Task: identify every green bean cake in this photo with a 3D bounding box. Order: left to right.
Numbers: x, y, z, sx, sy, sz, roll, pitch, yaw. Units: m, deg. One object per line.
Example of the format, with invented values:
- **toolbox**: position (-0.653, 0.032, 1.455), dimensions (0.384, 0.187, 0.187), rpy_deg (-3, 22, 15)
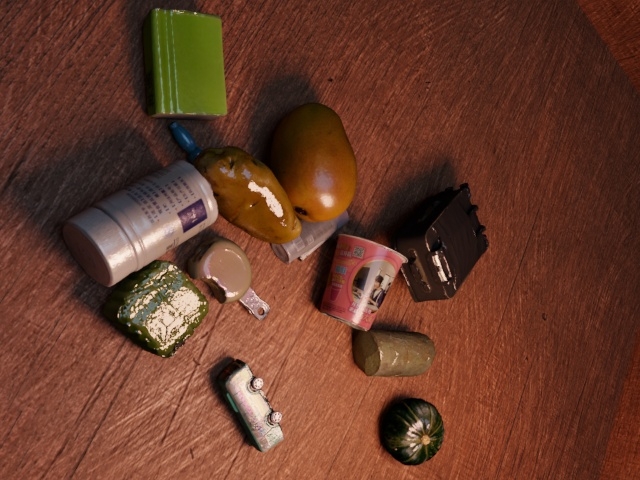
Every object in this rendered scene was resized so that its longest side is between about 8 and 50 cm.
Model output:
- **green bean cake**: position (-0.410, 0.169, 1.601), dimensions (0.200, 0.113, 0.214), rpy_deg (-51, 125, -24)

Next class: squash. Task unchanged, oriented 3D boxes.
- **squash**: position (0.302, 0.626, 2.087), dimensions (0.218, 0.172, 0.218), rpy_deg (-4, 97, -36)

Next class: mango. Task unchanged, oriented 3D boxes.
- **mango**: position (-0.019, -0.236, 1.864), dimensions (0.263, 0.221, 0.378), rpy_deg (12, 66, -25)

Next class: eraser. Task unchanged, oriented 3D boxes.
- **eraser**: position (-0.361, -0.465, 1.696), dimensions (0.210, 0.092, 0.274), rpy_deg (-6, 93, -36)

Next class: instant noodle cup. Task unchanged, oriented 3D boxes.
- **instant noodle cup**: position (0.115, 0.133, 1.955), dimensions (0.243, 0.244, 0.255), rpy_deg (28, 80, -33)

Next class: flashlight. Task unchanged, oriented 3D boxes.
- **flashlight**: position (-0.359, -0.262, 1.712), dimensions (0.051, 0.051, 0.129), rpy_deg (-49, 113, -28)

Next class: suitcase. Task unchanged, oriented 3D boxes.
- **suitcase**: position (0.404, 0.005, 2.151), dimensions (0.434, 0.194, 0.283), rpy_deg (-44, 116, -47)

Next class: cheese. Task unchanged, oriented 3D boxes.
- **cheese**: position (-0.240, 0.119, 1.763), dimensions (0.163, 0.082, 0.286), rpy_deg (-50, 117, -26)

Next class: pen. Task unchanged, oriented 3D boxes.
- **pen**: position (0.000, 0.000, 1.985), dimensions (0.204, 0.025, 0.025), rpy_deg (-40, 111, -32)

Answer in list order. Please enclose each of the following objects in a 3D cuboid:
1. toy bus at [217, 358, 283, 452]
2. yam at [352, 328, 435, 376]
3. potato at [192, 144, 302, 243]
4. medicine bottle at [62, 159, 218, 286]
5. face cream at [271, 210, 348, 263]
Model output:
- **toy bus**: position (-0.192, 0.462, 1.780), dimensions (0.109, 0.091, 0.262), rpy_deg (-33, 106, -26)
- **yam**: position (0.233, 0.364, 2.057), dimensions (0.267, 0.161, 0.161), rpy_deg (8, 83, -37)
- **potato**: position (-0.194, -0.120, 1.733), dimensions (0.195, 0.176, 0.369), rpy_deg (-39, 124, 8)
- **medicine bottle**: position (-0.435, -0.045, 1.555), dimensions (0.332, 0.190, 0.190), rpy_deg (-36, 109, -32)
- **face cream**: position (-0.028, -0.035, 1.933), dimensions (0.269, 0.073, 0.107), rpy_deg (-38, 107, -32)
